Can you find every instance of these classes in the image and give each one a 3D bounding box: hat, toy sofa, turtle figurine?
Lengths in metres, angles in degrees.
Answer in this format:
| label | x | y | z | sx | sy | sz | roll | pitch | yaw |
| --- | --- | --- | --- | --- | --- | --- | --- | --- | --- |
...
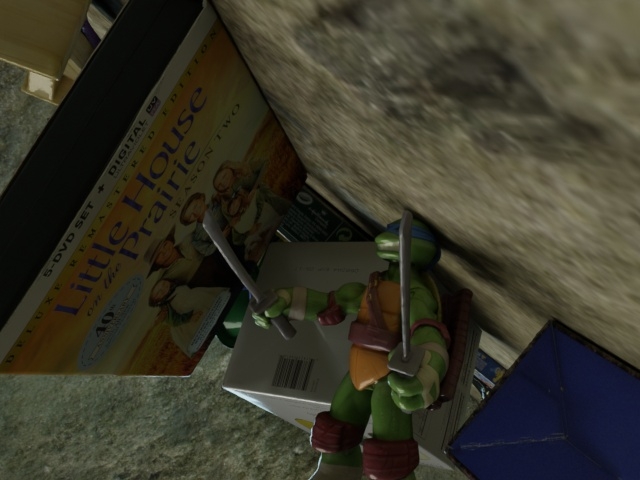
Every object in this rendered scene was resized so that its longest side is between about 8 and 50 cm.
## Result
| label | x | y | z | sx | sy | sz | roll | pitch | yaw |
| --- | --- | --- | --- | --- | --- | --- | --- | --- | --- |
| hat | -0.081 | 0.121 | 1.206 | 0.184 | 0.208 | 0.172 | 1 | 121 | 26 |
| toy sofa | -0.328 | -0.272 | 0.844 | 0.150 | 0.177 | 0.362 | 21 | 178 | -7 |
| turtle figurine | 0.009 | 0.107 | 0.543 | 0.198 | 0.266 | 0.275 | 5 | 179 | 23 |

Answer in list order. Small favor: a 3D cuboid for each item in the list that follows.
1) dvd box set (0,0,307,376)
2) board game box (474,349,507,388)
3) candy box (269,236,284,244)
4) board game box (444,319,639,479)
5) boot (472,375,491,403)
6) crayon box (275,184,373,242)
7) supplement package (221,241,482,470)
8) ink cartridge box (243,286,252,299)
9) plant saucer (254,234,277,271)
| label | x | y | z | sx | sy | sz | roll | pitch | yaw |
| --- | --- | --- | --- | --- | --- | --- | --- | --- | --- |
| dvd box set | -0.143 | -0.012 | 0.656 | 0.062 | 0.307 | 0.420 | 29 | 173 | 13 |
| board game box | 0.333 | 0.261 | 1.181 | 0.201 | 0.035 | 0.136 | 38 | 176 | 35 |
| candy box | 0.034 | 0.120 | 1.429 | 0.317 | 0.122 | 0.268 | 38 | 159 | 8 |
| board game box | 0.277 | 0.233 | 0.540 | 0.291 | 0.141 | 0.232 | 44 | 175 | -40 |
| boot | 0.331 | 0.367 | 1.340 | 0.236 | 0.178 | 0.085 | 37 | 175 | 39 |
| crayon box | 0.000 | 0.000 | 1.105 | 0.202 | 0.081 | 0.318 | 40 | 176 | 10 |
| supplement package | 0.055 | 0.147 | 0.849 | 0.199 | 0.197 | 0.263 | 0 | 151 | 35 |
| ink cartridge box | -0.159 | -0.038 | 1.148 | 0.311 | 0.065 | 0.185 | -120 | 27 | -66 |
| plant saucer | -0.121 | 0.003 | 1.383 | 0.045 | 0.188 | 0.188 | 26 | -169 | 3 |
